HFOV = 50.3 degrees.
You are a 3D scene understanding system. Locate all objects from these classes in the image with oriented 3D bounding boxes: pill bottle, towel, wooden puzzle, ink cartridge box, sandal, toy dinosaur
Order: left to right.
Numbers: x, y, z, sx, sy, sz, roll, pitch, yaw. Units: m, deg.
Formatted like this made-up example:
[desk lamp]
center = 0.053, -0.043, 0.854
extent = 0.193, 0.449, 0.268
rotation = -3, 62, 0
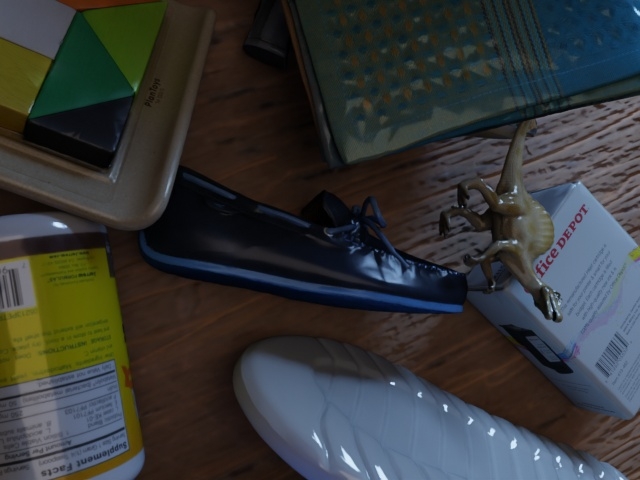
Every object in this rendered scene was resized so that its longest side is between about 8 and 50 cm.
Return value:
[wooden puzzle]
center = -0.194, -0.132, 0.434
extent = 0.239, 0.044, 0.220
rotation = 18, 51, -17
[pill bottle]
center = -0.178, 0.094, 0.429
extent = 0.117, 0.117, 0.214
rotation = -9, 89, -21
[towel]
center = 0.086, -0.256, 0.510
extent = 0.272, 0.040, 0.369
rotation = -14, 85, -9
[sandal]
center = 0.110, 0.204, 0.530
extent = 0.416, 0.169, 0.102
rotation = 26, 109, -16
[toy dinosaur]
center = 0.147, -0.022, 0.547
extent = 0.093, 0.053, 0.183
rotation = 0, 77, -17
[ink cartridge box]
center = 0.232, 0.052, 0.614
extent = 0.175, 0.072, 0.127
rotation = 44, 73, -12

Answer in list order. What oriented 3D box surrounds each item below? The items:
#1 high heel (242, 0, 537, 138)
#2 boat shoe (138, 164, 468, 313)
[high heel]
center = 0.085, -0.199, 0.565
extent = 0.261, 0.093, 0.186
rotation = 20, 85, -9
[boat shoe]
center = 0.000, 0.000, 0.514
extent = 0.258, 0.109, 0.088
rotation = 14, 77, -22
